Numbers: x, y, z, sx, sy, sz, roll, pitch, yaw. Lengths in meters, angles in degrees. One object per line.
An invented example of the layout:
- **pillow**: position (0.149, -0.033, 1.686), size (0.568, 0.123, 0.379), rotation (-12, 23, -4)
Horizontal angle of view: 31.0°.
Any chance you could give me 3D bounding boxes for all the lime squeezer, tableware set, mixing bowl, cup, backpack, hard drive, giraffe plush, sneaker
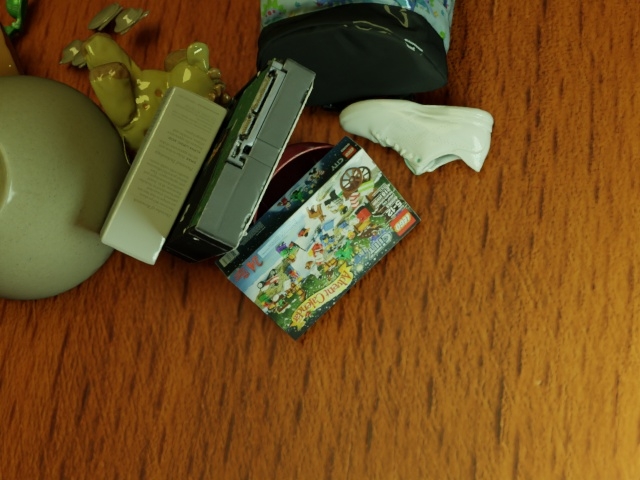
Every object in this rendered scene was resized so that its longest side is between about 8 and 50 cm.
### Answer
- **lime squeezer**: position (-0.526, -0.379, 1.892), size (0.110, 0.059, 0.310), rotation (42, 83, 17)
- **tableware set**: position (-0.342, -0.317, 1.786), size (0.141, 0.020, 0.168), rotation (-47, 30, -13)
- **mixing bowl**: position (-0.024, -0.060, 1.529), size (0.181, 0.181, 0.098), rotation (-45, 39, -1)
- **cup**: position (-0.455, -0.079, 1.584), size (0.331, 0.237, 0.331), rotation (0, 89, 10)
- **backpack**: position (0.060, -0.390, 1.593), size (0.290, 0.273, 0.355), rotation (0, 52, 35)
- **hard drive**: position (-0.114, -0.092, 1.487), size (0.064, 0.339, 0.237), rotation (26, 79, -11)
- **giraffe plush**: position (-0.225, -0.218, 1.668), size (0.170, 0.181, 0.210), rotation (-24, 68, -1)
- **sneaker**: position (0.121, -0.134, 1.548), size (0.212, 0.080, 0.094), rotation (6, 83, 22)

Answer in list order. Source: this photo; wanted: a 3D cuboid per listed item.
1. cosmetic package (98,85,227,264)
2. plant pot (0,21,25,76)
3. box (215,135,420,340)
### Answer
- **cosmetic package**: position (-0.214, -0.090, 1.562), size (0.085, 0.117, 0.231), rotation (24, 92, -12)
- **plant pot**: position (-0.564, -0.252, 1.796), size (0.188, 0.205, 0.205), rotation (-22, 62, -6)
- **box**: position (0.000, 0.000, 1.483), size (0.233, 0.159, 0.044), rotation (-44, 40, -1)
